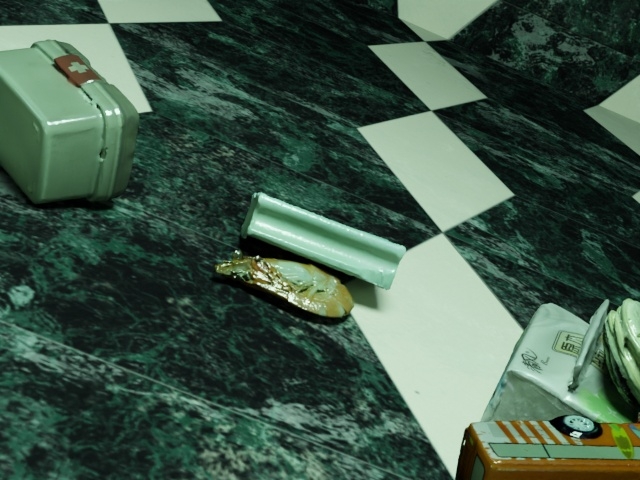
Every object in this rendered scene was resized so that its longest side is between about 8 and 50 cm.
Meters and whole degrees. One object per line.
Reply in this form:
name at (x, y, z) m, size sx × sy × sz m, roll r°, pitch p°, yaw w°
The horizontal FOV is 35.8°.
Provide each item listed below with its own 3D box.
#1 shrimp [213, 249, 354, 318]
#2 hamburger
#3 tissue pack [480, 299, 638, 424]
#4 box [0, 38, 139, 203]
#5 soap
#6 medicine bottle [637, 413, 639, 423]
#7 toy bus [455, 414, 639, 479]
shrimp at (-0.041, 0.050, 1.194) m, size 0.184 × 0.043 × 0.091 m, roll 18°, pitch 28°, yaw -17°
hamburger at (0.361, 0.134, 1.100) m, size 0.140 × 0.062 × 0.133 m, roll 29°, pitch 39°, yaw -44°
tissue pack at (0.304, 0.160, 1.166) m, size 0.159 × 0.145 × 0.229 m, roll 31°, pitch 25°, yaw 11°
box at (-0.324, -0.143, 1.203) m, size 0.129 × 0.148 × 0.210 m, roll -15°, pitch 44°, yaw -39°
soap at (0.000, 0.000, 1.271) m, size 0.198 × 0.063 × 0.114 m, roll 20°, pitch 0°, yaw -8°
medicine bottle at (0.481, 0.208, 1.311) m, size 0.121 × 0.083 × 0.229 m, roll 44°, pitch 29°, yaw 23°
toy bus at (0.343, 0.236, 0.997) m, size 0.408 × 0.093 × 0.092 m, roll 2°, pitch 21°, yaw -9°
